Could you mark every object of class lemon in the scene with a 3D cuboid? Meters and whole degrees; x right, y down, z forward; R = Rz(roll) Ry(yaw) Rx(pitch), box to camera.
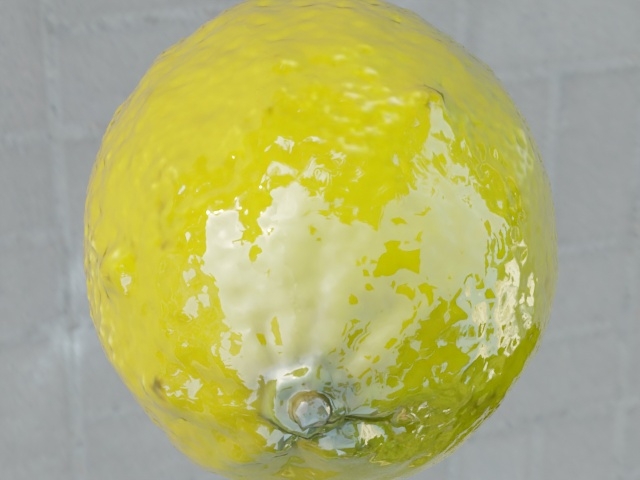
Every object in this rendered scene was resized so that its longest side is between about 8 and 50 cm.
[{"bbox_3d":[0.000,0.000,0.787,0.192,0.231,0.192,-2,124,-2],"label":"lemon"}]
